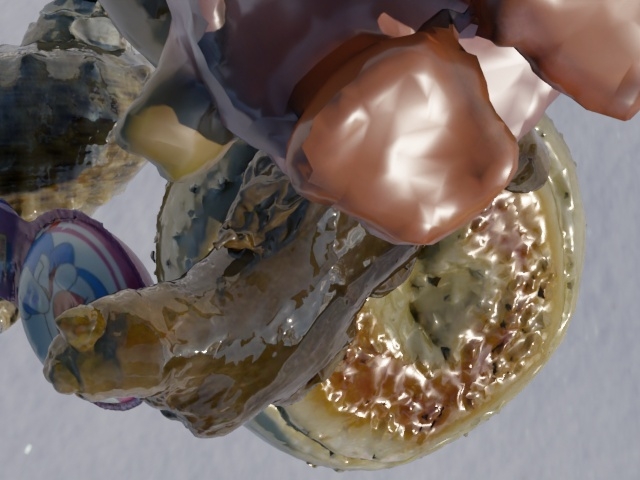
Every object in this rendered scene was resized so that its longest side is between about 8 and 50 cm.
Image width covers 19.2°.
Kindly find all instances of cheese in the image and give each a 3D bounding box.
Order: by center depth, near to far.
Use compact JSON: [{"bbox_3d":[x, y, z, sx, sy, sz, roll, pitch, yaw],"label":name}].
[{"bbox_3d":[-0.189,0.034,1.349,0.244,0.062,0.155,33,128,31],"label":"cheese"}]

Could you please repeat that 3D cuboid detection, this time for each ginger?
[{"bbox_3d":[-0.002,0.001,1.037,0.333,0.080,0.166,-36,139,-16],"label":"ginger"}]

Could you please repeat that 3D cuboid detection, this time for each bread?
[{"bbox_3d":[0.030,0.000,1.241,0.305,0.159,0.305,-10,117,-20],"label":"bread"}]

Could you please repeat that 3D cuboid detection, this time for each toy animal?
[{"bbox_3d":[-0.006,-0.106,0.663,0.195,0.281,0.169,-35,110,-6],"label":"toy animal"}]

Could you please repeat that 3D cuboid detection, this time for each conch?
[{"bbox_3d":[-0.237,-0.084,1.503,0.210,0.159,0.291,18,70,11],"label":"conch"}]
